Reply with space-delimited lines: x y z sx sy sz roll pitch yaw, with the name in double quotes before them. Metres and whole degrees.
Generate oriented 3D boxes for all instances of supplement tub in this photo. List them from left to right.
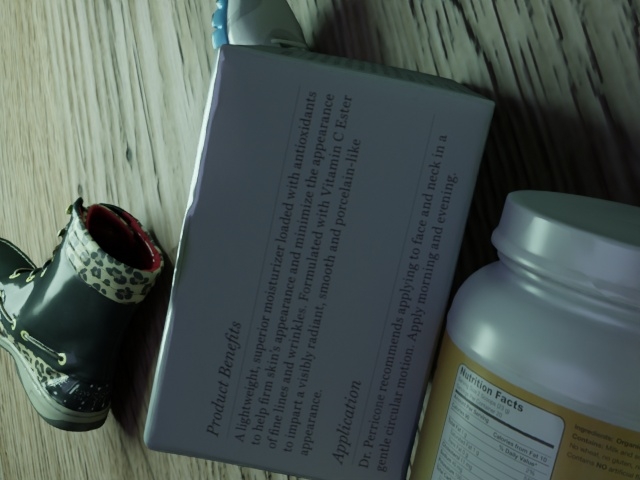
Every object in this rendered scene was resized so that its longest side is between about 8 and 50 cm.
"supplement tub" 0.111 0.091 0.397 0.144 0.144 0.199 26 108 49

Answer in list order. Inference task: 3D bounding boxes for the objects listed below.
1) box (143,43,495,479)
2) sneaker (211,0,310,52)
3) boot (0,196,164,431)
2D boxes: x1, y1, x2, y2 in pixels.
"box" 0.000 0.000 0.494 0.182 0.119 0.180 -78 1 -78
"sneaker" -0.009 -0.088 0.623 0.083 0.071 0.190 -22 80 42
"boot" -0.228 0.027 0.871 0.236 0.085 0.178 47 122 33
